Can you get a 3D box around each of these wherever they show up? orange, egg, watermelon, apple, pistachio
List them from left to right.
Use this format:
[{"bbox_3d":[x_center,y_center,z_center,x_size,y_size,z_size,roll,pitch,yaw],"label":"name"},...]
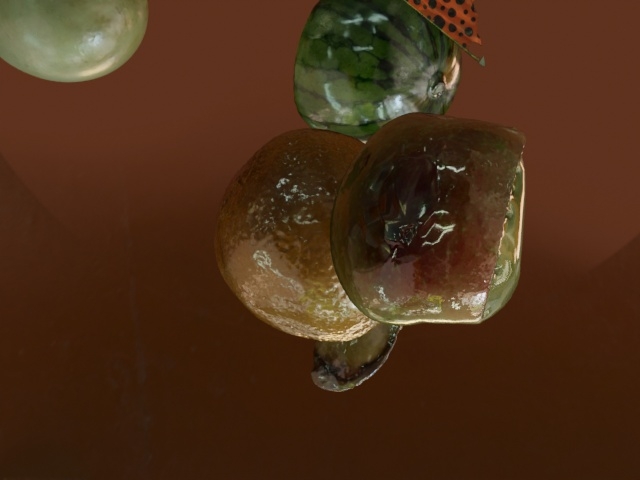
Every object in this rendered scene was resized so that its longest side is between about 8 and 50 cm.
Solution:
[{"bbox_3d":[-0.402,-0.352,1.639,0.295,0.218,0.218,4,109,33],"label":"egg"},{"bbox_3d":[0.000,0.000,1.290,0.264,0.264,0.264,0,106,2],"label":"orange"},{"bbox_3d":[0.064,0.178,1.894,0.210,0.165,0.130,-50,130,-13],"label":"pistachio"},{"bbox_3d":[0.122,-0.281,1.859,0.330,0.189,0.331,-13,119,-25],"label":"watermelon"},{"bbox_3d":[0.098,-0.021,0.954,0.174,0.207,0.188,1,94,-15],"label":"apple"}]

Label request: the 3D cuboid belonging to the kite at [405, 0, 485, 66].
[{"bbox_3d":[0.029,-0.207,0.636,0.125,0.008,0.222,1,109,46],"label":"kite"}]
